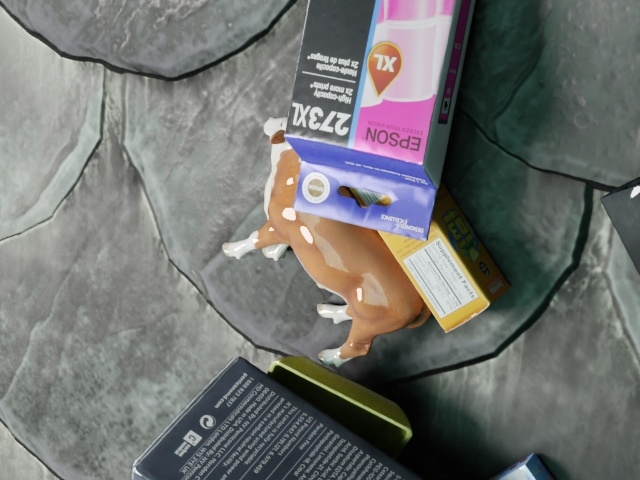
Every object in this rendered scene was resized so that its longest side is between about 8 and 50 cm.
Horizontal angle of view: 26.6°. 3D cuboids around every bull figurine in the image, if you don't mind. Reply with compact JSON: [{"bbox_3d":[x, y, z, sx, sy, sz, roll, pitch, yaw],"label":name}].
[{"bbox_3d":[0.000,0.000,1.628,0.310,0.101,0.188,52,129,7],"label":"bull figurine"}]

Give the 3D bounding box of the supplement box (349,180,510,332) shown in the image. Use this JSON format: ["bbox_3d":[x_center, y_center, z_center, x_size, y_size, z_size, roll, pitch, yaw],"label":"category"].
[{"bbox_3d":[0.120,-0.016,1.563,0.080,0.078,0.233,-32,91,32],"label":"supplement box"}]

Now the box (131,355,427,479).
[{"bbox_3d":[-0.020,0.384,1.634,0.396,0.212,0.293,31,142,15],"label":"box"}]

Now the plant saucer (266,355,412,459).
[{"bbox_3d":[0.013,0.222,1.691,0.188,0.045,0.188,27,142,3],"label":"plant saucer"}]

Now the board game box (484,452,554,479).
[{"bbox_3d":[0.228,0.374,1.667,0.211,0.039,0.160,-38,87,35],"label":"board game box"}]

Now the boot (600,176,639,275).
[{"bbox_3d":[0.399,0.141,1.410,0.367,0.146,0.445,-23,98,27],"label":"boot"}]

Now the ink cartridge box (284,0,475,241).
[{"bbox_3d":[0.065,-0.195,1.481,0.176,0.069,0.370,14,100,26],"label":"ink cartridge box"}]

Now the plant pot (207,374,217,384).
[{"bbox_3d":[-0.107,0.225,1.795,0.079,0.083,0.083,6,111,15],"label":"plant pot"}]
